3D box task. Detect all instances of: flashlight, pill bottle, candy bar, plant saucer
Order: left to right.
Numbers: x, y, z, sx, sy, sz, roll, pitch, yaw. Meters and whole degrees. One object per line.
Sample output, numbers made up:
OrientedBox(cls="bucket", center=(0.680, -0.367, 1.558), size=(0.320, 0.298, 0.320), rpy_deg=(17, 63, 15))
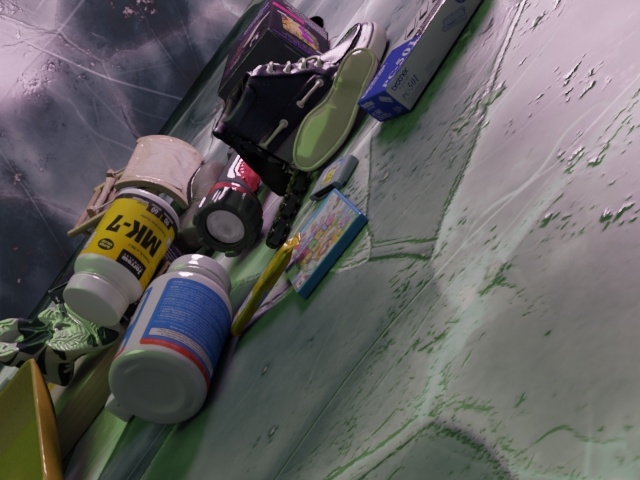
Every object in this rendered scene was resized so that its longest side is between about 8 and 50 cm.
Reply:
OrientedBox(cls="plant saucer", center=(-0.500, 0.400, 1.649), size=(0.332, 0.081, 0.333), rpy_deg=(-49, 31, 11))
OrientedBox(cls="pill bottle", center=(-0.322, 0.028, 1.723), size=(0.119, 0.119, 0.208), rpy_deg=(-33, 27, 51))
OrientedBox(cls="pill bottle", center=(-0.181, 0.117, 1.369), size=(0.124, 0.124, 0.221), rpy_deg=(-43, 18, 33))
OrientedBox(cls="flashlight", center=(-0.112, -0.094, 1.695), size=(0.103, 0.103, 0.304), rpy_deg=(-39, 16, 32))
OrientedBox(cls="candy bar", center=(-0.070, 0.057, 1.335), size=(0.161, 0.018, 0.040), rpy_deg=(-56, 12, 23))

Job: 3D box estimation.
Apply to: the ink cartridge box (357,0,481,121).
OrientedBox(cls="ink cartridge box", center=(0.135, -0.256, 1.411), size=(0.207, 0.046, 0.097), rpy_deg=(-57, 15, -15))

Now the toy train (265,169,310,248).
OrientedBox(cls="toy train", center=(-0.046, -0.046, 1.518), size=(0.036, 0.027, 0.158), rpy_deg=(-52, 12, 46))

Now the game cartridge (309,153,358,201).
OrientedBox(cls="game cartridge", center=(0.018, -0.086, 1.436), size=(0.083, 0.017, 0.056), rpy_deg=(-27, 27, 57))

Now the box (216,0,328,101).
OrientedBox(cls="box", center=(-0.085, -0.339, 2.035), size=(0.165, 0.143, 0.270), rpy_deg=(-49, 17, 21))

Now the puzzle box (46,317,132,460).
OrientedBox(cls="puzzle box", center=(-0.433, 0.246, 1.943), size=(0.272, 0.052, 0.409), rpy_deg=(-54, 16, -3))

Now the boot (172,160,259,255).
OrientedBox(cls="boot", center=(-0.162, -0.082, 1.870), size=(0.161, 0.083, 0.246), rpy_deg=(-31, 27, 30))

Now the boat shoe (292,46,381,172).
OrientedBox(cls="boat shoe", center=(0.031, -0.181, 1.561), size=(0.206, 0.075, 0.065), rpy_deg=(-61, -26, -10))

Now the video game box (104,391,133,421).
OrientedBox(cls="video game box", center=(-0.230, 0.145, 1.592), size=(0.187, 0.048, 0.205), rpy_deg=(-42, 19, 28))

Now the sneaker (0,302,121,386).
OrientedBox(cls="sneaker", center=(-0.424, 0.180, 1.803), size=(0.235, 0.153, 0.094), rpy_deg=(-16, 62, 11))

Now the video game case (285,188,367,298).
OrientedBox(cls="video game case", center=(0.000, 0.000, 1.302), size=(0.119, 0.015, 0.166), rpy_deg=(-52, 15, 4))

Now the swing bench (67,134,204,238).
OrientedBox(cls="swing bench", center=(-0.410, -0.102, 2.421), size=(0.254, 0.165, 0.253), rpy_deg=(-46, 17, 22))

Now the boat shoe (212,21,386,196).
OrientedBox(cls="boat shoe", center=(-0.029, -0.244, 1.645), size=(0.127, 0.158, 0.340), rpy_deg=(-26, 31, 58))

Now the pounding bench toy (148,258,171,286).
OrientedBox(cls="pounding bench toy", center=(-0.248, 0.069, 1.768), size=(0.052, 0.065, 0.083), rpy_deg=(-56, 16, -7))

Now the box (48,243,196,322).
OrientedBox(cls="box", center=(-0.348, 0.058, 1.879), size=(0.153, 0.108, 0.207), rpy_deg=(-21, 20, 46))

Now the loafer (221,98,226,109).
OrientedBox(cls="loafer", center=(-0.166, -0.249, 2.163), size=(0.109, 0.095, 0.302), rpy_deg=(-50, 16, 13))

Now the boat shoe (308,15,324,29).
OrientedBox(cls="boat shoe", center=(-0.029, -0.427, 2.241), size=(0.042, 0.049, 0.133), rpy_deg=(-49, 10, 45))
